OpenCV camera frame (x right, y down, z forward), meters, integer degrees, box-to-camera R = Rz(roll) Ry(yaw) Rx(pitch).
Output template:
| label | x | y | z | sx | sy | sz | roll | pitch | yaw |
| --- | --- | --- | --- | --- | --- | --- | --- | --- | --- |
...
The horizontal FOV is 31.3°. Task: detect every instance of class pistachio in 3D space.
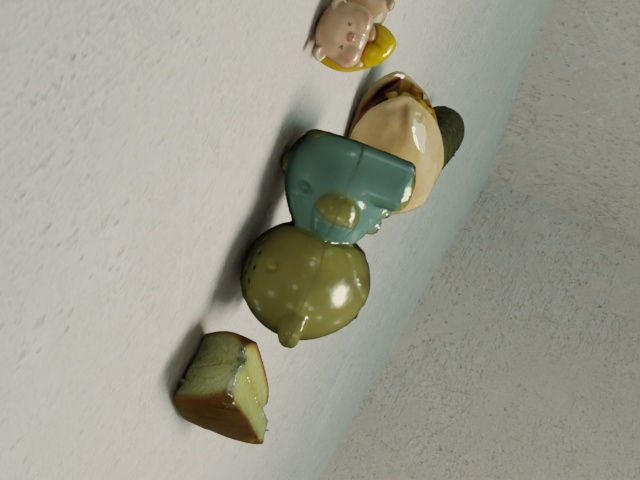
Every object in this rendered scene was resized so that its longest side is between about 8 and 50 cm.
| label | x | y | z | sx | sy | sz | roll | pitch | yaw |
| --- | --- | --- | --- | --- | --- | --- | --- | --- | --- |
| pistachio | 0.107 | -0.142 | 1.704 | 0.229 | 0.157 | 0.157 | 95 | 21 | -44 |

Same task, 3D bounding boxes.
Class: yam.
| label | x | y | z | sx | sy | sz | roll | pitch | yaw |
| --- | --- | --- | --- | --- | --- | --- | --- | --- | --- |
| yam | 0.204 | -0.183 | 2.146 | 0.259 | 0.106 | 0.106 | -44 | 155 | -63 |

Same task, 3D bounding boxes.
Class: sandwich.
| label | x | y | z | sx | sy | sz | roll | pitch | yaw |
| --- | --- | --- | --- | --- | --- | --- | --- | --- | --- |
| sandwich | -0.117 | 0.183 | 1.414 | 0.258 | 0.096 | 0.094 | 85 | 24 | -65 |

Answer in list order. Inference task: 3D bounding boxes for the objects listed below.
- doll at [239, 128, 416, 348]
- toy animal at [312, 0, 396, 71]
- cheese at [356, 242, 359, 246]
| label | x | y | z | sx | sy | sz | roll | pitch | yaw |
| --- | --- | --- | --- | --- | --- | --- | --- | --- | --- |
| doll | 0.000 | 0.000 | 1.406 | 0.177 | 0.161 | 0.261 | -128 | -122 | -78 |
| toy animal | 0.040 | -0.246 | 1.301 | 0.114 | 0.091 | 0.082 | -65 | 155 | 0 |
| cheese | 0.023 | 0.052 | 1.857 | 0.177 | 0.069 | 0.270 | -61 | 168 | -26 |
